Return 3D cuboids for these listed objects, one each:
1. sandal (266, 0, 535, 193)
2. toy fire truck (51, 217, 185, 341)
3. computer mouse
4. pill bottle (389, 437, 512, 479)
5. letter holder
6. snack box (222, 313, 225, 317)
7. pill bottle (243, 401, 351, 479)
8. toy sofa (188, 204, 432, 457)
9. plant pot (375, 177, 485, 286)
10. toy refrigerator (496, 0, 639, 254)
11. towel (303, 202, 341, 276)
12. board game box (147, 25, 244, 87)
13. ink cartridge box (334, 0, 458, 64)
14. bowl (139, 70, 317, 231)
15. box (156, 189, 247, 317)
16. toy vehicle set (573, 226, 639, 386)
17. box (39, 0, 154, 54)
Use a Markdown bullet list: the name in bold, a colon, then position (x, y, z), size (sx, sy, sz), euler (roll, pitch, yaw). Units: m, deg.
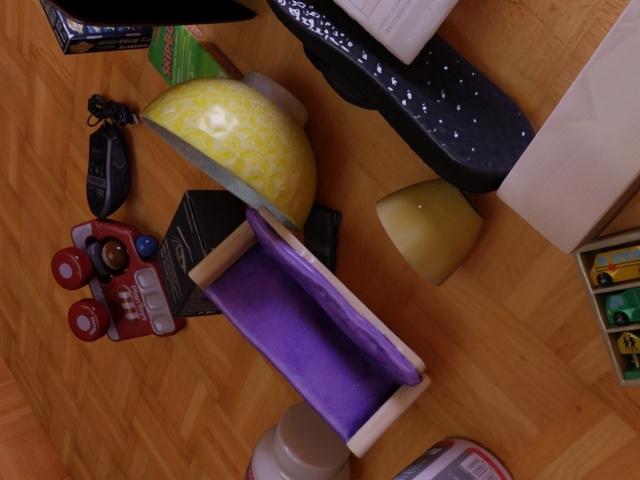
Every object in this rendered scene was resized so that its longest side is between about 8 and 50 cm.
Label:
- **sandal**: position (0.064, -0.219, 0.774), size (0.445, 0.167, 0.107), euler (54, 154, 18)
- **toy fire truck**: position (-0.457, 0.089, 1.469), size (0.254, 0.169, 0.302), euler (-14, 96, 25)
- **computer mouse**: position (-0.465, -0.181, 1.422), size (0.188, 0.072, 0.272), euler (22, 109, 42)
- **pill bottle**: position (0.129, 0.401, 0.847), size (0.161, 0.283, 0.161), euler (20, 119, 41)
- **letter holder**: position (-0.194, -0.375, 0.870), size (0.214, 0.302, 0.152), euler (40, 131, 29)
- **snack box**: position (-0.167, 0.080, 1.234), size (0.064, 0.022, 0.178), euler (55, 137, 17)
- **pill bottle**: position (-0.049, 0.437, 1.134), size (0.176, 0.176, 0.318), euler (42, 132, 28)
- **toy sofa**: position (-0.021, 0.127, 0.918), size (0.362, 0.150, 0.177), euler (44, 171, 16)
- **plant pot**: position (0.148, -0.024, 0.793), size (0.095, 0.134, 0.134), euler (-38, 75, 19)
- **toy refrigerator**: position (0.296, -0.122, 0.606), size (0.102, 0.094, 0.269), euler (46, 132, 23)
- **towel**: position (0.000, 0.000, 1.019), size (0.067, 0.029, 0.119), euler (24, 123, 39)
- **board game box**: position (-0.225, -0.304, 1.134), size (0.259, 0.039, 0.124), euler (47, 133, 20)
- **ink cartridge box**: position (0.061, -0.431, 0.664), size (0.385, 0.091, 0.308), euler (46, 125, 9)
- **bowl**: position (-0.106, -0.157, 0.951), size (0.289, 0.289, 0.156), euler (31, 83, 35)
- **box**: position (-0.213, 0.027, 1.170), size (0.207, 0.108, 0.153), euler (-51, 50, 44)
- **toy vehicle set**: position (0.397, 0.052, 0.609), size (0.267, 0.035, 0.166), euler (-20, 90, 49)
- **box**: position (-0.438, -0.463, 1.193), size (0.051, 0.175, 0.220), euler (-33, 81, 49)
